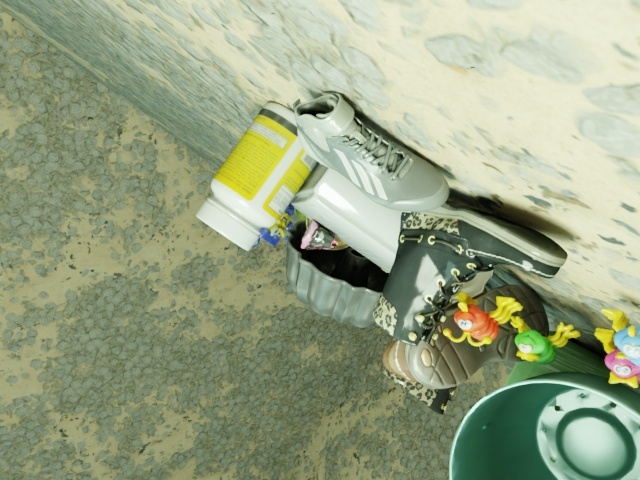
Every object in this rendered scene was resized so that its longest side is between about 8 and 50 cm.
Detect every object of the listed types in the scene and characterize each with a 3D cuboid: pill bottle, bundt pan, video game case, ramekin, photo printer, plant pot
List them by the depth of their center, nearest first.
[{"bbox_3d":[0.363,0.317,0.751,0.293,0.293,0.235,32,-161,32],"label":"plant pot"},{"bbox_3d":[-0.093,-0.096,0.832,0.119,0.208,0.119,34,176,3],"label":"pill bottle"},{"bbox_3d":[0.111,-0.017,0.853,0.307,0.107,0.256,34,176,-10],"label":"photo printer"},{"bbox_3d":[0.337,0.091,1.004,0.122,0.011,0.087,35,176,-18],"label":"video game case"},{"bbox_3d":[0.455,0.337,1.007,0.148,0.303,0.303,21,168,43],"label":"ramekin"},{"bbox_3d":[0.066,0.079,1.200,0.330,0.124,0.331,16,-156,-7],"label":"bundt pan"}]

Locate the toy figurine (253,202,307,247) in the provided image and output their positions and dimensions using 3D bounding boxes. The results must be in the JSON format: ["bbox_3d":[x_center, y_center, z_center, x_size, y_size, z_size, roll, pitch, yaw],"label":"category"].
[{"bbox_3d":[-0.135,-0.074,1.448,0.191,0.217,0.362,33,176,18],"label":"toy figurine"}]

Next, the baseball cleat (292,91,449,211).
[{"bbox_3d":[0.049,-0.101,0.610,0.205,0.072,0.109,27,164,23],"label":"baseball cleat"}]

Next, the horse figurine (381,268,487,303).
[{"bbox_3d":[0.235,0.098,1.028,0.263,0.066,0.174,7,-166,-19],"label":"horse figurine"}]

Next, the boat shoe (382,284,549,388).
[{"bbox_3d":[0.230,0.143,0.837,0.324,0.123,0.116,-5,170,-35],"label":"boat shoe"}]

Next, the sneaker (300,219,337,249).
[{"bbox_3d":[0.000,0.000,0.894,0.057,0.047,0.119,22,178,0],"label":"sneaker"}]

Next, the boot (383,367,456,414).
[{"bbox_3d":[0.356,0.294,1.322,0.377,0.284,0.138,37,176,-20],"label":"boot"}]

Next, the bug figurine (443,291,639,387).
[{"bbox_3d":[0.306,0.127,0.670,0.279,0.072,0.216,2,160,46],"label":"bug figurine"}]

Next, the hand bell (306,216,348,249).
[{"bbox_3d":[0.017,-0.074,1.238,0.126,0.126,0.242,35,-171,-16],"label":"hand bell"}]

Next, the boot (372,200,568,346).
[{"bbox_3d":[0.159,0.050,0.632,0.085,0.179,0.236,11,-169,-33],"label":"boot"}]
